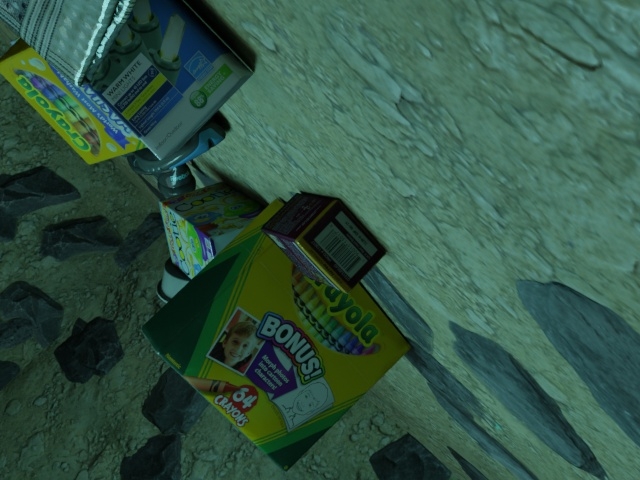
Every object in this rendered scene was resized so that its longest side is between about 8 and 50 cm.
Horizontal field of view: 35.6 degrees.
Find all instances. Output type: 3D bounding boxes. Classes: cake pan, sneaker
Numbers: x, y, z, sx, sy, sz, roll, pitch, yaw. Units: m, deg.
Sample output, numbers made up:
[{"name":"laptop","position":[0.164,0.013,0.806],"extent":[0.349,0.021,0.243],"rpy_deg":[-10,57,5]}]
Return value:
[{"name":"cake pan","position":[-0.188,0.063,2.019],"extent":[0.293,0.293,0.054],"rpy_deg":[31,129,58]},{"name":"sneaker","position":[-0.269,-0.196,1.580],"extent":[0.341,0.125,0.139],"rpy_deg":[16,131,55]},{"name":"sneaker","position":[-0.352,-0.189,2.176],"extent":[0.267,0.101,0.106],"rpy_deg":[35,146,46]}]

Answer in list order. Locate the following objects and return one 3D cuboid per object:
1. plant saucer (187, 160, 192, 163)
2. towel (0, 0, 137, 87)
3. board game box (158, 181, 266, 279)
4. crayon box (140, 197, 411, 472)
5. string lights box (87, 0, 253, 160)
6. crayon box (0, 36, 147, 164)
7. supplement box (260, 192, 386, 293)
[{"name":"plant saucer","position":[-0.341,-0.261,1.858],"extent":[0.258,0.048,0.259],"rpy_deg":[48,171,-22]},{"name":"towel","position":[-0.294,-0.322,0.926],"extent":[0.312,0.056,0.324],"rpy_deg":[45,144,-3]},{"name":"board game box","position":[-0.184,0.001,1.884],"extent":[0.275,0.142,0.144],"rpy_deg":[30,134,58]},{"name":"crayon box","position":[-0.065,0.166,1.681],"extent":[0.363,0.313,0.106],"rpy_deg":[50,173,-34]},{"name":"string lights box","position":[-0.215,-0.230,1.098],"extent":[0.259,0.133,0.077],"rpy_deg":[45,-165,-5]},{"name":"crayon box","position":[-0.315,-0.219,1.396],"extent":[0.323,0.083,0.203],"rpy_deg":[-8,131,47]},{"name":"supplement box","position":[0.000,0.000,1.383],"extent":[0.104,0.081,0.188],"rpy_deg":[47,171,-17]}]
